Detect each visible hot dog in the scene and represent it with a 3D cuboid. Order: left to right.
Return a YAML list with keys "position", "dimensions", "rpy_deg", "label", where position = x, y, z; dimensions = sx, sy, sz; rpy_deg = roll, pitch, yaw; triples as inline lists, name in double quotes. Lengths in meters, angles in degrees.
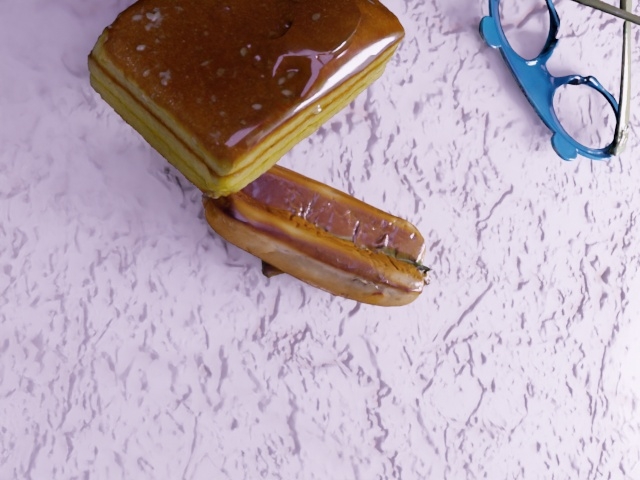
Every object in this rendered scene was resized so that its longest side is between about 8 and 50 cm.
- position: [0.000, 0.000, 1.152]
  dimensions: [0.250, 0.076, 0.104]
  rpy_deg: [22, 55, -25]
  label: "hot dog"

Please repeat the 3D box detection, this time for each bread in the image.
- position: [-0.066, -0.169, 1.090]
  dimensions: [0.184, 0.110, 0.234]
  rpy_deg: [42, 65, 12]
  label: "bread"

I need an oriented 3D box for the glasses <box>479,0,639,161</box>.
- position: [0.306, -0.213, 1.284]
  dimensions: [0.239, 0.207, 0.102]
  rpy_deg: [58, 29, -10]
  label: "glasses"
